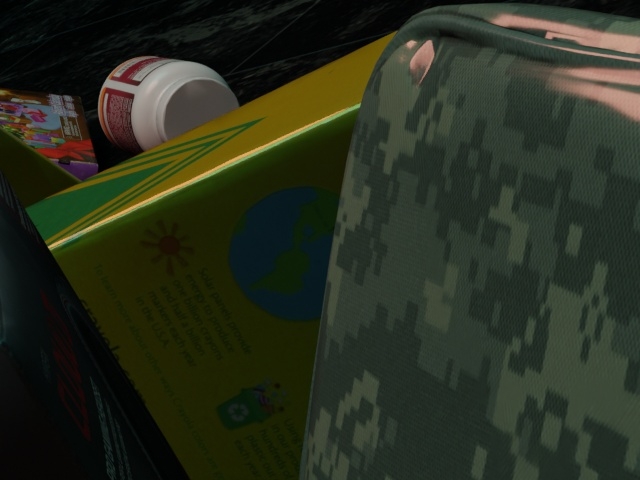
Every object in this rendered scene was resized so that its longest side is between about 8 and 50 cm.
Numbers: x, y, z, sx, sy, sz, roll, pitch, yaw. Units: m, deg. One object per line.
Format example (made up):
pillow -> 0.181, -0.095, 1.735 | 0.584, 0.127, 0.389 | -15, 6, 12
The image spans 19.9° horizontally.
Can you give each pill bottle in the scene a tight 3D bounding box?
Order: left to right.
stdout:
pill bottle -> -0.117, -0.101, 1.443 | 0.086, 0.086, 0.152 | -34, 19, -14

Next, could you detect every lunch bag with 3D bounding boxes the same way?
lunch bag -> 0.156, 0.066, 0.396 | 0.256, 0.213, 0.305 | 7, 7, -21

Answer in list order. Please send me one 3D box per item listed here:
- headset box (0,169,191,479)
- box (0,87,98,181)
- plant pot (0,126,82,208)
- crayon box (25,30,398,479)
headset box -> -0.074, 0.112, 0.474 | 0.110, 0.293, 0.218 | -30, 17, -3
box -> -0.296, -0.081, 1.535 | 0.200, 0.057, 0.293 | 5, 14, -12
plant pot -> -0.159, 0.069, 0.850 | 0.187, 0.212, 0.212 | -53, 19, 6
crayon box -> -0.021, 0.061, 0.687 | 0.318, 0.202, 0.081 | -24, 19, 13
